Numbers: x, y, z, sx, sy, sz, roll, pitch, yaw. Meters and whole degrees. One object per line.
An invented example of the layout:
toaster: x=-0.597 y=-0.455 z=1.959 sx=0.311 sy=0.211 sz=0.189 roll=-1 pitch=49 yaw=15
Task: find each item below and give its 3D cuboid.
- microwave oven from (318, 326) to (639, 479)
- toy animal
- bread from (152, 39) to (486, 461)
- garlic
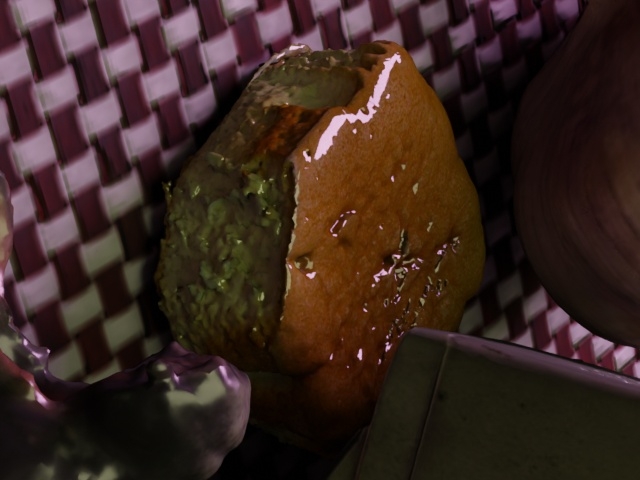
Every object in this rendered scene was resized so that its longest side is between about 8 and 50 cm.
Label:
microwave oven: x=0.131 y=0.256 z=0.666 sx=0.247 sy=0.333 sz=0.394 roll=16 pitch=89 yaw=-70
toy animal: x=-0.098 y=0.148 z=0.562 sx=0.106 sy=0.168 sz=0.343 roll=115 pitch=-11 yaw=-82
bread: x=0.000 y=0.000 z=0.698 sx=0.140 sy=0.069 sz=0.128 roll=-52 pitch=130 yaw=-30
garlic: x=0.158 y=-0.100 z=0.776 sx=0.253 sy=0.245 sz=0.245 roll=51 pitch=55 yaw=-3
